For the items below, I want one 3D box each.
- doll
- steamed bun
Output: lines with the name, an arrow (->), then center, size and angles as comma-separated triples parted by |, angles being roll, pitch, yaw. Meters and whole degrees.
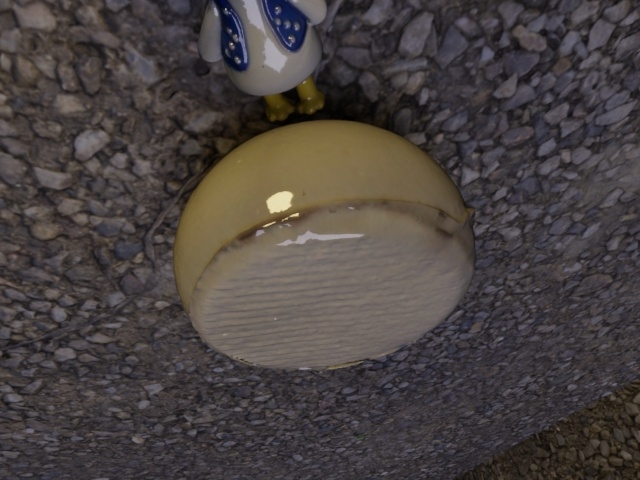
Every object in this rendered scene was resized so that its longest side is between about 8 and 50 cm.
doll -> -0.071, -0.238, 0.448 | 0.138, 0.119, 0.293 | -13, 138, 11
steamed bun -> 0.000, 0.000, 0.630 | 0.375, 0.241, 0.374 | -10, 142, -8
